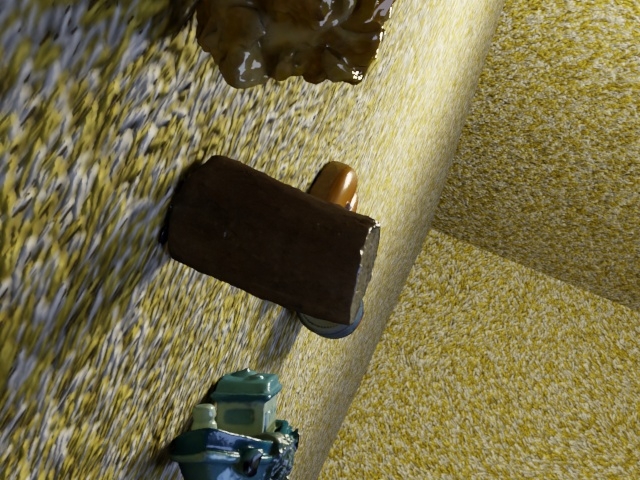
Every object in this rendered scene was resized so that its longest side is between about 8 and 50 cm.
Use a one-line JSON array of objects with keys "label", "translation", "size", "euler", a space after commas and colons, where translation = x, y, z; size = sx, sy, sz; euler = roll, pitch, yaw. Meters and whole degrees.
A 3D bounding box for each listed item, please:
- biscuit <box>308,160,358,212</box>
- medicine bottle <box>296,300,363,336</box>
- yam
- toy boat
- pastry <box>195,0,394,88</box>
[{"label": "biscuit", "translation": [0.004, 0.001, 0.974], "size": [0.170, 0.050, 0.170], "euler": [22, 90, -80]}, {"label": "medicine bottle", "translation": [0.016, 0.090, 1.156], "size": [0.203, 0.083, 0.083], "euler": [66, 47, -80]}, {"label": "yam", "translation": [-0.028, -0.001, 0.558], "size": [0.084, 0.127, 0.084], "euler": [20, 90, -84]}, {"label": "toy boat", "translation": [-0.076, 0.174, 0.798], "size": [0.238, 0.109, 0.098], "euler": [22, 70, -84]}, {"label": "pastry", "translation": [0.015, -0.194, 0.409], "size": [0.154, 0.102, 0.250], "euler": [-57, 168, -62]}]
